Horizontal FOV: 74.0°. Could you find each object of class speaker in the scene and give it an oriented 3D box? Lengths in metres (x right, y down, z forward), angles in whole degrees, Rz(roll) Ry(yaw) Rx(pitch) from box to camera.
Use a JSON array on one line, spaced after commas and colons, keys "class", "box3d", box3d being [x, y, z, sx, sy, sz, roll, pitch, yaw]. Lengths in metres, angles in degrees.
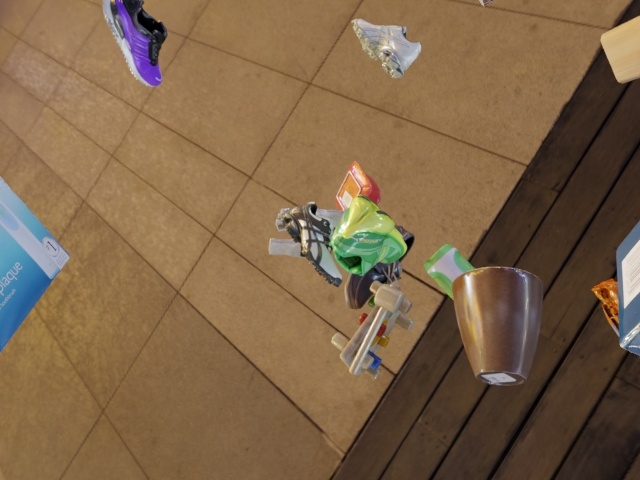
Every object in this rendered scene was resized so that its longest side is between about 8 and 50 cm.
[{"class": "speaker", "box3d": [0.468, 0.154, 1.343, 0.131, 0.131, 0.297, -43, 73, 9]}]

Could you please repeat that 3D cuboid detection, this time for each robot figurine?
[{"class": "robot figurine", "box3d": [0.817, 0.218, 1.039, 0.084, 0.211, 0.291, -19, 72, -21]}]

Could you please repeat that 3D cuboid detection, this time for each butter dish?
[{"class": "butter dish", "box3d": [0.134, -0.137, 1.320, 0.160, 0.118, 0.160, -62, 34, 32]}]

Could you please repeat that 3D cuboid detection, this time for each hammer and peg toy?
[{"class": "hammer and peg toy", "box3d": [0.141, 0.246, 1.187, 0.127, 0.361, 0.266, 32, 76, 26]}]

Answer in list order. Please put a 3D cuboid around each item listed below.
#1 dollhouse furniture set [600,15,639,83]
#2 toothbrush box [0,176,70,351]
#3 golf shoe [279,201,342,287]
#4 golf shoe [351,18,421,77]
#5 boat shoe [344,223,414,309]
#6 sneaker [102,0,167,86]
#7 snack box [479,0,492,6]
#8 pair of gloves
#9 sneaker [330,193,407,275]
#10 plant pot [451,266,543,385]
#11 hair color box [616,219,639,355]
[{"class": "dollhouse furniture set", "box3d": [0.408, -0.429, 0.460, 0.256, 0.362, 0.395, -33, 101, -15]}, {"class": "toothbrush box", "box3d": [-0.504, -0.010, 0.536, 0.126, 0.296, 0.216, -20, 32, 8]}, {"class": "golf shoe", "box3d": [0.000, 0.000, 0.862, 0.093, 0.077, 0.198, -34, 68, -3]}, {"class": "golf shoe", "box3d": [0.138, -0.420, 0.892, 0.086, 0.069, 0.176, -40, 68, 7]}, {"class": "boat shoe", "box3d": [0.194, 0.072, 1.344, 0.130, 0.132, 0.356, 13, 52, 31]}, {"class": "sneaker", "box3d": [-0.547, -0.621, 1.345, 0.145, 0.293, 0.102, -6, 56, 5]}, {"class": "snack box", "box3d": [0.374, -0.522, 0.789, 0.178, 0.064, 0.022, -33, 61, 22]}, {"class": "pair of gloves", "box3d": [-0.042, -0.015, 1.267, 0.240, 0.203, 0.042, 116, 152, -50]}, {"class": "sneaker", "box3d": [0.082, 0.000, 0.801, 0.123, 0.295, 0.109, -45, 69, 5]}, {"class": "plant pot", "box3d": [0.424, 0.216, 1.015, 0.215, 0.215, 0.231, -6, 55, 26]}, {"class": "hair color box", "box3d": [0.469, 0.089, 0.369, 0.346, 0.105, 0.174, 26, 42, 16]}]
